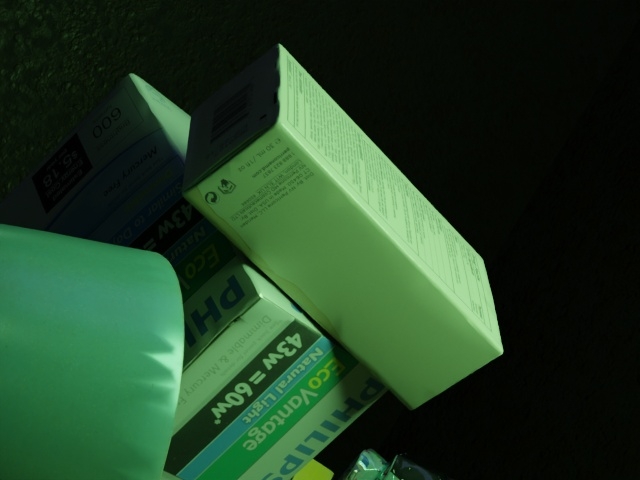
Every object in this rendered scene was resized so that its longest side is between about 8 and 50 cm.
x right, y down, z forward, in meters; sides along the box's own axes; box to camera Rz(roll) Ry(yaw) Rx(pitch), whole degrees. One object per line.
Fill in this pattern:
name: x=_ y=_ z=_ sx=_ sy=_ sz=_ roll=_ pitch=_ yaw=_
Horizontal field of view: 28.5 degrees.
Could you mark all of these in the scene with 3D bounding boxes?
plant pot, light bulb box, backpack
plant pot: x=-0.268 y=0.117 z=0.913 sx=0.235 sy=0.293 sz=0.293 roll=18 pitch=1 yaw=-26
light bulb box: x=-0.182 y=0.098 z=1.261 sx=0.225 sy=0.358 sz=0.361 roll=36 pitch=14 yaw=-45
backpack: x=0.094 y=0.482 z=2.145 sx=0.191 sy=0.254 sz=0.225 roll=27 pitch=-3 yaw=11

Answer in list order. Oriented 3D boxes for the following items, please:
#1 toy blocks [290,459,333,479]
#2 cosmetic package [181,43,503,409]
toy blocks: x=-0.112 y=0.351 z=1.546 sx=0.381 sy=0.191 sz=0.261 roll=33 pitch=6 yaw=-4
cosmetic package: x=0.023 y=-0.010 z=1.134 sx=0.309 sy=0.113 sz=0.160 roll=46 pitch=21 yaw=-25
